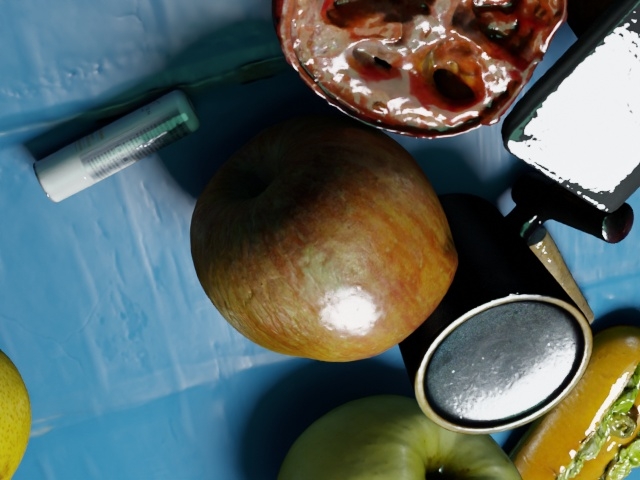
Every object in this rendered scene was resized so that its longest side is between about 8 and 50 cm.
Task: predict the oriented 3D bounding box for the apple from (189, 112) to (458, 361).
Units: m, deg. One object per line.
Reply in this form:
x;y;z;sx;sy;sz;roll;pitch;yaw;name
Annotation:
0.000;0.000;0.938;0.211;0.211;0.188;-34;122;9;apple

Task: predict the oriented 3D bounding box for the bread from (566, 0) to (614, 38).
0.340;-0.254;0.916;0.295;0.114;0.327;-25;129;4;bread

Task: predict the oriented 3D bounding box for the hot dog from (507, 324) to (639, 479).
0.305;0.226;1.266;0.135;0.100;0.337;15;120;-25;hot dog

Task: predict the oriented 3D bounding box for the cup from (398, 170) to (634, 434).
0.177;0.049;1.049;0.239;0.177;0.166;-21;128;0;cup

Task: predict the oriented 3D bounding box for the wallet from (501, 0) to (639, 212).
0.266;-0.138;0.888;0.149;0.044;0.250;26;121;-26;wallet

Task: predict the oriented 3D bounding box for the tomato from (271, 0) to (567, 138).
0.073;-0.192;0.883;0.228;0.101;0.228;-3;117;-6;tomato

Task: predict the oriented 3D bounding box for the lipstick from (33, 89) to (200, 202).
-0.169;-0.080;0.937;0.141;0.040;0.040;-26;128;3;lipstick

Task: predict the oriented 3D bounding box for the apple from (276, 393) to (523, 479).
0.079;0.291;1.156;0.262;0.262;0.262;-8;127;-11;apple

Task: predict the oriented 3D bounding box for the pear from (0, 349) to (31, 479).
-0.356;0.167;0.963;0.209;0.209;0.209;-8;127;-11;pear

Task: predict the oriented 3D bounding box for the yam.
0.247;0.040;1.156;0.032;0.032;0.145;-32;129;8;yam
